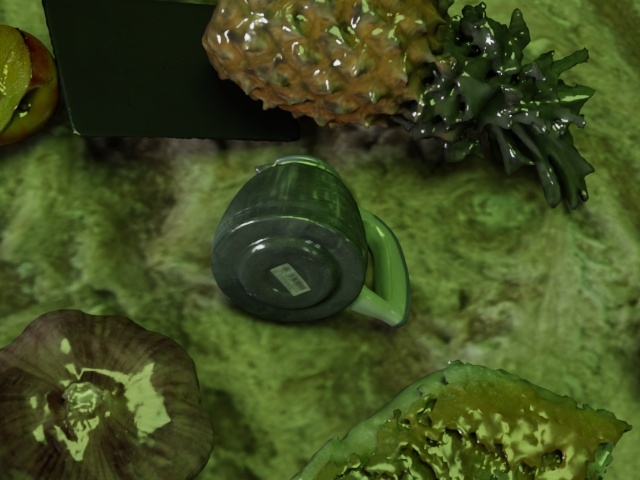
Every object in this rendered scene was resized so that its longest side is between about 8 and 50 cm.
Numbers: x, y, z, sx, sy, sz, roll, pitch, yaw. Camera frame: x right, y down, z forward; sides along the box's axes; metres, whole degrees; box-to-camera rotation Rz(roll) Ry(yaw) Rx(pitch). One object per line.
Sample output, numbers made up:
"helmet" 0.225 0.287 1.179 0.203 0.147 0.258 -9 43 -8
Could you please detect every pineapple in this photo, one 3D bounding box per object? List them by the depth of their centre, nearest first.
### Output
"pineapple" 0.085 -0.132 0.932 0.340 0.169 0.169 26 59 -9

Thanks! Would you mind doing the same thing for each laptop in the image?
"laptop" -0.116 -0.133 0.943 0.197 0.016 0.135 -1 62 -31

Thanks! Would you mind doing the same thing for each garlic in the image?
"garlic" -0.145 0.114 0.778 0.147 0.102 0.159 -34 73 -27

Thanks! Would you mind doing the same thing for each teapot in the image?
"teapot" -0.001 -0.008 0.875 0.149 0.111 0.108 8 46 -1

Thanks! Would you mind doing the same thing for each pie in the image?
"pie" 0.101 0.253 0.768 0.296 0.078 0.371 -6 64 -13

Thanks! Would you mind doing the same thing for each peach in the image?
"peach" -0.236 -0.113 0.909 0.061 0.098 0.098 24 45 -52
